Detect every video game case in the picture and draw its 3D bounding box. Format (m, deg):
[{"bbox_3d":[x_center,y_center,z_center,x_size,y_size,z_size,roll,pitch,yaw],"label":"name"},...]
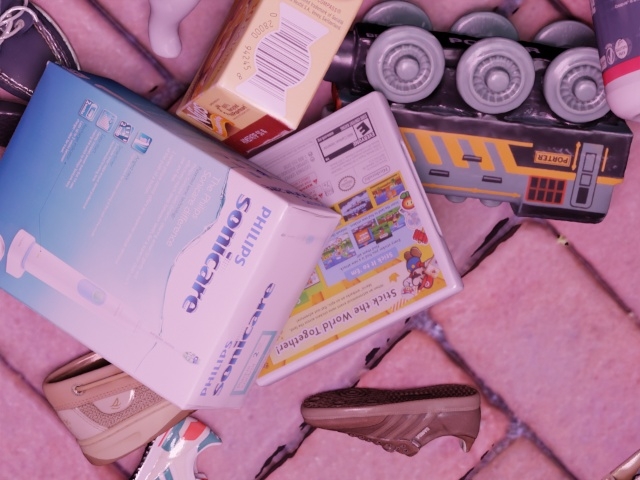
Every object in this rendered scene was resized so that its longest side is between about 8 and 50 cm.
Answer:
[{"bbox_3d":[0.000,0.000,1.810,0.227,0.026,0.206,-27,75,21],"label":"video game case"}]

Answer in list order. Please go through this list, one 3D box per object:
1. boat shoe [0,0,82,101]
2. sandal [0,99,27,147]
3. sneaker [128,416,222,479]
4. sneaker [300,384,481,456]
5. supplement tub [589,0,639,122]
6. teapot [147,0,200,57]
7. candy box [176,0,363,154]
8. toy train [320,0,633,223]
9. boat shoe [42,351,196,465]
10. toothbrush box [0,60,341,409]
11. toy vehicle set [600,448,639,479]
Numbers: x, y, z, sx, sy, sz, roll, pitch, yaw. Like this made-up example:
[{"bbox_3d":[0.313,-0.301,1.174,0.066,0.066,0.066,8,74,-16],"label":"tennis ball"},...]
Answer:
[{"bbox_3d":[-0.327,-0.223,1.831,0.095,0.079,0.254,-39,104,1],"label":"boat shoe"},{"bbox_3d":[-0.341,-0.128,1.870,0.179,0.040,0.067,14,134,-19],"label":"sandal"},{"bbox_3d":[-0.158,0.254,1.964,0.075,0.057,0.161,27,95,-6],"label":"sneaker"},{"bbox_3d":[0.074,0.192,1.972,0.188,0.066,0.071,-2,103,-5],"label":"sneaker"},{"bbox_3d":[0.338,-0.257,1.761,0.191,0.191,0.272,-8,84,-4],"label":"supplement tub"},{"bbox_3d":[-0.190,-0.336,1.776,0.252,0.187,0.256,19,73,-28],"label":"teapot"},{"bbox_3d":[-0.010,-0.243,1.762,0.087,0.183,0.316,30,78,-13],"label":"candy box"},{"bbox_3d":[0.156,-0.123,1.882,0.334,0.142,0.190,6,111,-7],"label":"toy train"},{"bbox_3d":[-0.117,0.093,1.901,0.341,0.121,0.110,-33,104,3],"label":"boat shoe"},{"bbox_3d":[-0.164,-0.004,1.803,0.295,0.126,0.216,30,99,24],"label":"toothbrush box"},{"bbox_3d":[0.295,0.307,1.969,0.267,0.166,0.035,-39,104,3],"label":"toy vehicle set"}]
